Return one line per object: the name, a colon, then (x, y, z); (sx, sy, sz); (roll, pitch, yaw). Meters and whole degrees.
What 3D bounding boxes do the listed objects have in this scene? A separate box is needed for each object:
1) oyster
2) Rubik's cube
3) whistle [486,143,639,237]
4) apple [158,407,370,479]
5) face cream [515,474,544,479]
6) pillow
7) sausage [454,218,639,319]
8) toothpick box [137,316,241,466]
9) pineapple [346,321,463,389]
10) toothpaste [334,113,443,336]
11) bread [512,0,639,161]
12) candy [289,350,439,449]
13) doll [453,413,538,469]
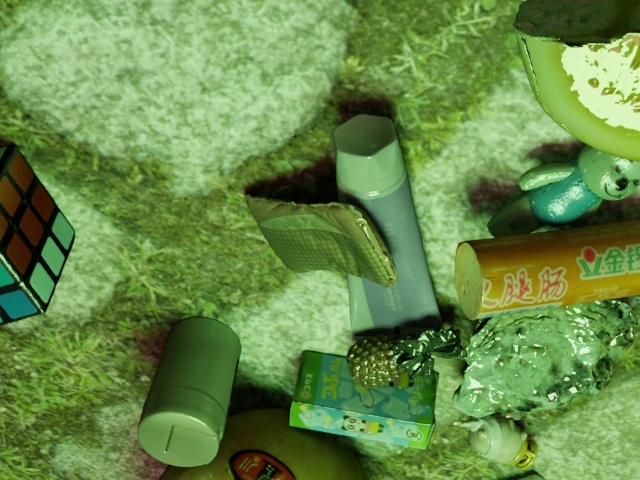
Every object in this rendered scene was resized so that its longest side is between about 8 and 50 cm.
oyster: (0.288, 0.144, 1.406); (0.198, 0.112, 0.267); (14, 133, -2)
Rubik's cube: (-0.425, 0.002, 1.369); (0.162, 0.163, 0.160); (-17, 125, 17)
whistle: (0.291, -0.059, 1.259); (0.114, 0.077, 0.236); (33, 130, -31)
apple: (-0.074, 0.397, 1.553); (0.338, 0.305, 0.338); (15, 134, 16)
face cream: (0.225, 0.434, 1.678); (0.269, 0.082, 0.082); (-28, 120, 28)
pillow: (-0.001, -0.002, 1.325); (0.211, 0.034, 0.135); (7, 136, 46)
sausage: (0.316, 0.026, 1.275); (0.312, 0.093, 0.093); (-7, 131, -11)
toothpick box: (-0.174, 0.202, 1.481); (0.111, 0.180, 0.111); (4, 130, 5)
pineapple: (0.112, 0.147, 1.447); (0.159, 0.074, 0.074); (-18, 125, 32)
toothpaste: (0.076, 0.009, 1.354); (0.125, 0.080, 0.371); (-1, 136, 11)
bread: (0.311, -0.173, 1.112); (0.261, 0.158, 0.156); (35, 135, -10)
candy: (0.061, 0.218, 1.514); (0.194, 0.097, 0.062); (10, 134, 2)
doll: (0.250, 0.269, 1.551); (0.127, 0.073, 0.084); (31, 95, -21)
